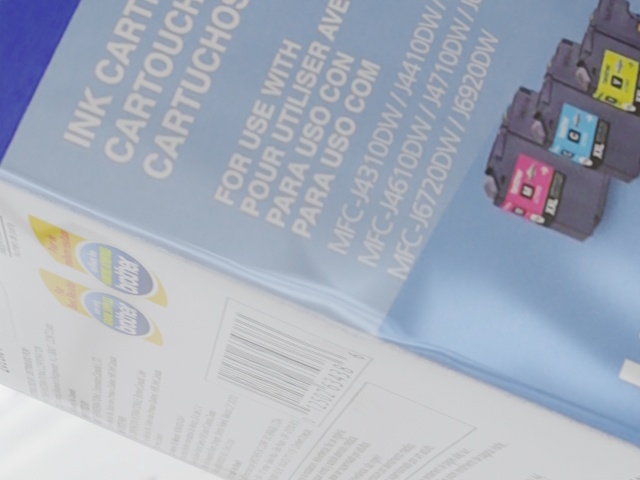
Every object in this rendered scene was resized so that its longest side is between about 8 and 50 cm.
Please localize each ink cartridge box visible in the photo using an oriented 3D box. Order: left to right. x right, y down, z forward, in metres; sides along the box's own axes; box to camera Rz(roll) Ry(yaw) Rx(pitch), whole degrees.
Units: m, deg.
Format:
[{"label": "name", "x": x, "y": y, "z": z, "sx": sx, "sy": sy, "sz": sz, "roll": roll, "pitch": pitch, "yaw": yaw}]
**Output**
[{"label": "ink cartridge box", "x": 0.000, "y": 0.000, "z": 0.464, "sx": 0.270, "sy": 0.395, "sz": 0.151, "roll": 115, "pitch": 177, "yaw": -68}]
